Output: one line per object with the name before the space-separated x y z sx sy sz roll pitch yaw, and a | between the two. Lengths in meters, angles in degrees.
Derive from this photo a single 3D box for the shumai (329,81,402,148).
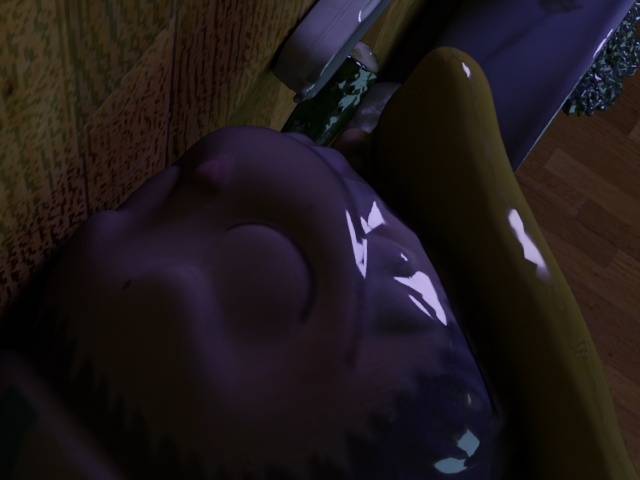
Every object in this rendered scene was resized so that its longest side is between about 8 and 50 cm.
shumai | 0.006 -0.008 1.306 0.272 0.203 0.222 -18 163 -14

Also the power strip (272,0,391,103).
power strip | 0.032 -0.153 0.856 0.191 0.030 0.047 -54 175 -24

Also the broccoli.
broccoli | 0.245 -0.268 1.744 0.247 0.263 0.243 -17 -174 -26

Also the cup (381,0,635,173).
cup | 0.170 -0.171 1.482 0.347 0.163 0.347 -54 177 -4

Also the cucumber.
cucumber | 0.003 -0.090 1.052 0.107 0.035 0.067 -55 178 19

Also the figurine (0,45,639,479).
figurine | -0.072 0.114 0.704 0.378 0.266 0.361 -19 156 -7
